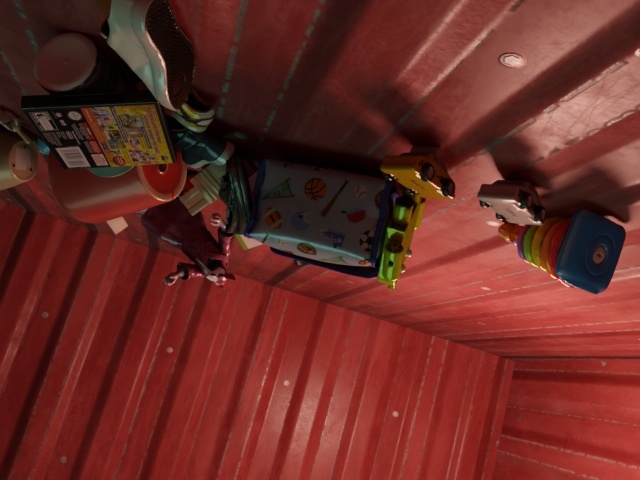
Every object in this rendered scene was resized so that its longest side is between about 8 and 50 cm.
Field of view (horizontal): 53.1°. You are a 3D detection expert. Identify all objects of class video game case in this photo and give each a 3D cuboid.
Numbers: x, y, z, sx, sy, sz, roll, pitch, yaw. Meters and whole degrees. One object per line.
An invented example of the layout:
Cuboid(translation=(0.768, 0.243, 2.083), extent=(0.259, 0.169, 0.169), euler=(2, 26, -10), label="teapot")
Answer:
Cuboid(translation=(-0.437, -0.221, 1.315), extent=(0.249, 0.035, 0.275), euler=(-4, 162, -6), label="video game case")

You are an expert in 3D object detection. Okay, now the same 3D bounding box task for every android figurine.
Cuboid(translation=(0.190, -0.005, 1.504), extent=(0.056, 0.248, 0.272), euler=(16, 129, 14), label="android figurine")

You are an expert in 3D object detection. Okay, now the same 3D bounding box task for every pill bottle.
Cuboid(translation=(-0.465, -0.304, 1.316), extent=(0.131, 0.130, 0.245), euler=(13, 166, 11), label="pill bottle")

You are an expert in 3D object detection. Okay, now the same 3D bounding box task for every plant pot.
Cuboid(translation=(-1.028, -0.251, 1.976), extent=(0.274, 0.256, 0.256), euler=(4, 164, 16), label="plant pot")
Cuboid(translation=(-0.489, -0.182, 1.606), extent=(0.243, 0.274, 0.275), euler=(-3, 160, 25), label="plant pot")

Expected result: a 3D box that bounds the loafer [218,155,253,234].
Cuboid(translation=(-0.204, -0.092, 1.521), extent=(0.084, 0.096, 0.267), euler=(-8, 146, -1), label="loafer")

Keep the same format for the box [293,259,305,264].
Cuboid(translation=(0.000, 0.000, 1.981), extent=(0.185, 0.103, 0.261), euler=(-1, 166, 2), label="box")

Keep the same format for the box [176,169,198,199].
Cuboid(translation=(-0.395, -0.162, 1.909), extent=(0.062, 0.083, 0.052), euler=(13, 165, 15), label="box")

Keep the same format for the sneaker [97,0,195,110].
Cuboid(translation=(-0.298, -0.336, 1.101), extent=(0.123, 0.105, 0.290), euler=(23, 160, 9), label="sneaker")

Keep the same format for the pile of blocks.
Cuboid(translation=(-0.271, -0.182, 1.679), extent=(0.112, 0.149, 0.362), euler=(51, 148, -13), label="pile of blocks")

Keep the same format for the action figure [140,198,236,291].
Cuboid(translation=(-0.392, 0.017, 1.992), extent=(0.370, 0.248, 0.275), euler=(52, 175, 10), label="action figure")

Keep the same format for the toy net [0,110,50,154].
Cuboid(translation=(-0.876, -0.330, 1.886), extent=(0.122, 0.045, 0.232), euler=(42, 175, 26), label="toy net")

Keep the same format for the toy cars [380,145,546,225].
Cuboid(translation=(0.303, -0.120, 1.304), extent=(0.394, 0.087, 0.176), euler=(15, 172, -11), label="toy cars")

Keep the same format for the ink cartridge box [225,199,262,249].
Cuboid(translation=(-0.147, -0.071, 2.011), extent=(0.256, 0.096, 0.189), euler=(-19, 165, -3), label="ink cartridge box")

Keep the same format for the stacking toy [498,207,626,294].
Cuboid(translation=(0.518, 0.005, 1.477), extent=(0.175, 0.165, 0.302), euler=(19, -179, -30), label="stacking toy")

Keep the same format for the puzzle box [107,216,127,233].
Cuboid(translation=(-0.701, -0.183, 1.901), extent=(0.272, 0.052, 0.409), euler=(51, 165, 6), label="puzzle box")

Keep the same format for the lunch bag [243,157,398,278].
Cuboid(translation=(0.024, -0.047, 1.609), extent=(0.328, 0.238, 0.385), euler=(14, 180, 10), label="lunch bag")

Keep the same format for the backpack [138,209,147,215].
Cuboid(translation=(-0.599, -0.142, 2.160), extent=(0.158, 0.116, 0.173), euler=(13, 169, 16), label="backpack")

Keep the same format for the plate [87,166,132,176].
Cuboid(translation=(-0.486, -0.239, 1.476), extent=(0.188, 0.188, 0.024), euler=(12, 177, 16), label="plate")

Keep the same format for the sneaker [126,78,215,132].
Cuboid(translation=(-0.306, -0.298, 1.327), extent=(0.186, 0.069, 0.084), euler=(22, 146, -18), label="sneaker")

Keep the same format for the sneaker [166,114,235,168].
Cuboid(translation=(-0.317, -0.242, 1.508), extent=(0.164, 0.086, 0.226), euler=(30, 166, -32), label="sneaker")
